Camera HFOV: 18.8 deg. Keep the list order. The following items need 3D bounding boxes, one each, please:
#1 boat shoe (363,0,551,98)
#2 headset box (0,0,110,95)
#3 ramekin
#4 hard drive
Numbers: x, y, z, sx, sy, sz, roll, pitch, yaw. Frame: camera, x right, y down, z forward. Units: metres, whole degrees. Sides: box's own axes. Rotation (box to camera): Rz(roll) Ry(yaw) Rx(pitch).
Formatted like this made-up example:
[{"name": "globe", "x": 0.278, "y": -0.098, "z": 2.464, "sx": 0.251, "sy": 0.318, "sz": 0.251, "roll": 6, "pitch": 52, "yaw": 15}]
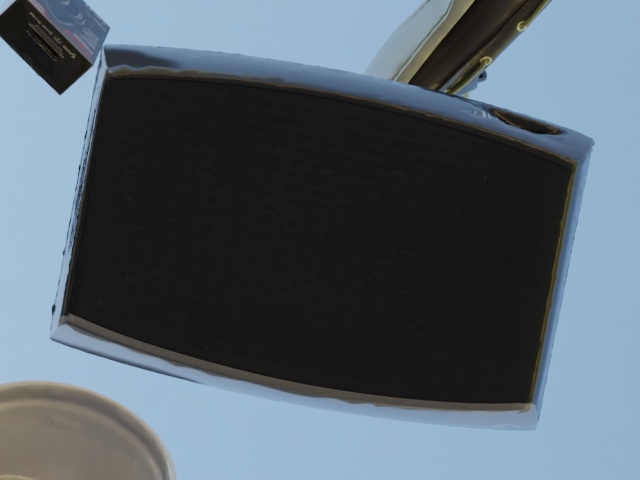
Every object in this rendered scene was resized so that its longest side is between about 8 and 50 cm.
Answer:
[{"name": "boat shoe", "x": 0.091, "y": -0.133, "z": 1.359, "sx": 0.068, "sy": 0.081, "sz": 0.228, "roll": 28, "pitch": -55, "yaw": -17}, {"name": "headset box", "x": -0.167, "y": -0.131, "z": 1.197, "sx": 0.032, "sy": 0.083, "sz": 0.062, "roll": -40, "pitch": -74, "yaw": 17}, {"name": "ramekin", "x": -0.229, "y": 0.223, "z": 1.597, "sx": 0.207, "sy": 0.207, "sz": 0.109, "roll": 22, "pitch": -55, "yaw": 7}, {"name": "hard drive", "x": 0.000, "y": 0.000, "z": 0.964, "sx": 0.254, "sy": 0.054, "sz": 0.172, "roll": 11, "pitch": -87, "yaw": -1}]
